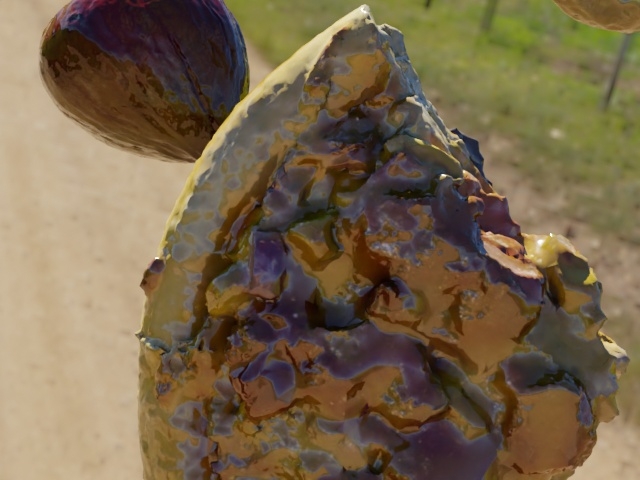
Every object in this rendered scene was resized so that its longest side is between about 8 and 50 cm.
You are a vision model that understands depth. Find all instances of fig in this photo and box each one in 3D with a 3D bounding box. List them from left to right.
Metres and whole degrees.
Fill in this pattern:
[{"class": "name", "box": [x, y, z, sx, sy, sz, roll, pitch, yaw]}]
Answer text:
[{"class": "fig", "box": [-0.113, -0.125, 1.710, 0.290, 0.190, 0.190, 38, 11, -8]}]

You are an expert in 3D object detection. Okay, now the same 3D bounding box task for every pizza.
[{"class": "pizza", "box": [0.030, 0.080, 1.061, 0.278, 0.409, 0.114, 12, 7, 2]}]

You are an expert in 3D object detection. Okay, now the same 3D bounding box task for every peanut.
[{"class": "peanut", "box": [0.219, -0.242, 1.611, 0.194, 0.093, 0.083, 29, 12, -28]}]
